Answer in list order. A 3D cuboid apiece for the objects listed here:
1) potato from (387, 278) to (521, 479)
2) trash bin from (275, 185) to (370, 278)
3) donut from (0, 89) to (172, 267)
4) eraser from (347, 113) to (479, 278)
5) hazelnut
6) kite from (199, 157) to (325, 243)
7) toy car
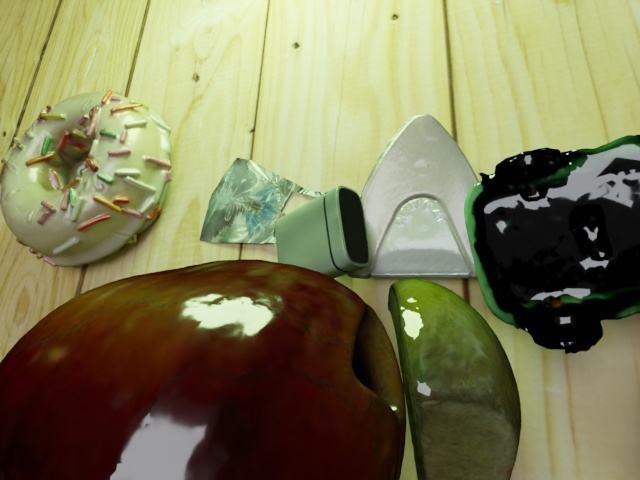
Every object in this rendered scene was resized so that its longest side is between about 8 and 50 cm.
[{"bbox_3d":[0.136,0.149,0.431,0.112,0.255,0.269,-11,66,5],"label":"potato"},{"bbox_3d":[0.000,0.000,0.629,0.130,0.059,0.116,-24,63,39],"label":"trash bin"},{"bbox_3d":[-0.472,-0.132,0.879,0.382,0.142,0.383,-8,68,20],"label":"donut"},{"bbox_3d":[0.145,-0.063,0.634,0.204,0.059,0.243,-1,73,23],"label":"eraser"},{"bbox_3d":[-0.118,0.213,0.471,0.429,0.402,0.402,-13,64,35],"label":"hazelnut"},{"bbox_3d":[-0.070,-0.057,0.750,0.310,0.015,0.169,10,73,27],"label":"kite"},{"bbox_3d":[0.349,-0.020,0.466,0.358,0.176,0.213,-16,87,26],"label":"toy car"}]
